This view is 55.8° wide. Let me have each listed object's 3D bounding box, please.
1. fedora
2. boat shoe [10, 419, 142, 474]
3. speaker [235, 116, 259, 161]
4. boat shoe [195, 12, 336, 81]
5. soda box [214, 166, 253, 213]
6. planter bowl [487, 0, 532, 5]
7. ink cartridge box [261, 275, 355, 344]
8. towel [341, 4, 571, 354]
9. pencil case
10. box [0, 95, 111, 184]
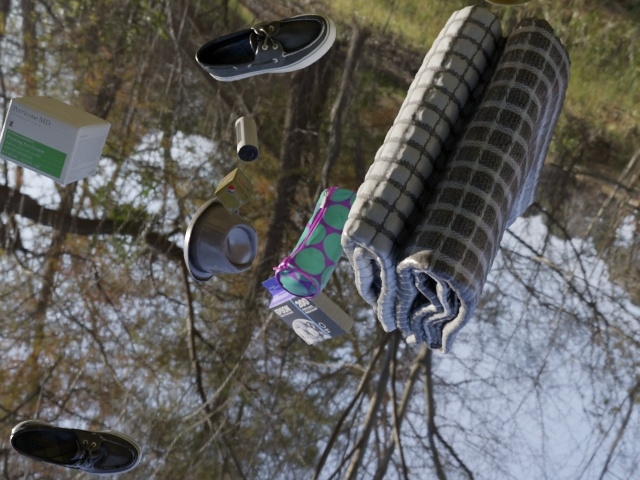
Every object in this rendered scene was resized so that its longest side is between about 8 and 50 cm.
[{"bbox_3d":[-0.251,0.011,1.643,0.124,0.243,0.275,19,155,20],"label":"fedora"},{"bbox_3d":[-0.434,0.369,1.074,0.229,0.080,0.076,20,168,-11],"label":"boat shoe"},{"bbox_3d":[-0.190,-0.263,1.566,0.055,0.055,0.136,13,-140,-22],"label":"speaker"},{"bbox_3d":[-0.055,-0.187,0.585,0.142,0.049,0.040,-11,174,23],"label":"boat shoe"},{"bbox_3d":[-0.201,-0.120,1.415,0.061,0.058,0.181,51,-173,-14],"label":"soda box"},{"bbox_3d":[0.464,-0.658,1.407,0.217,0.090,0.217,-2,159,-1],"label":"planter bowl"},{"bbox_3d":[-0.045,0.167,1.507,0.208,0.206,0.045,44,-122,-9],"label":"ink cartridge box"},{"bbox_3d":[0.127,-0.030,0.558,0.121,0.235,0.283,21,164,18],"label":"towel"},{"bbox_3d":[0.000,0.000,0.781,0.064,0.151,0.070,-4,137,43],"label":"pencil case"},{"bbox_3d":[-0.367,-0.141,0.839,0.101,0.087,0.102,23,-165,-2],"label":"box"}]
